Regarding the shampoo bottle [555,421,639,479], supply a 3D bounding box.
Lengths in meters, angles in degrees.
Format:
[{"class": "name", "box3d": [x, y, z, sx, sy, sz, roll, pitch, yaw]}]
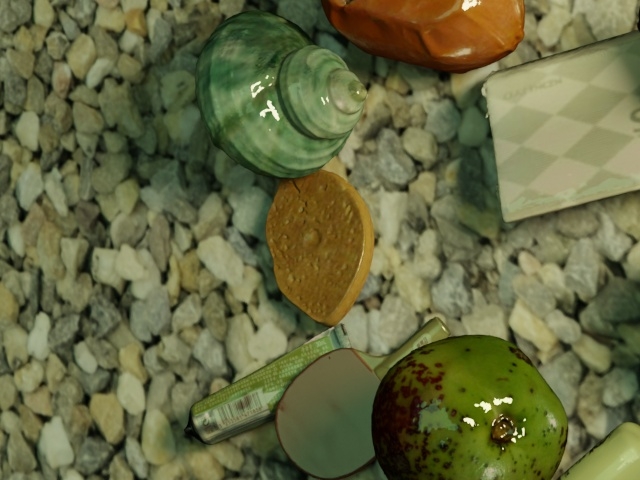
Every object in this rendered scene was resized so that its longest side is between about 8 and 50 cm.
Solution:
[{"class": "shampoo bottle", "box3d": [0.320, 0.242, 1.678, 0.162, 0.079, 0.079, -44, 59, 13]}]

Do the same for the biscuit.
[{"class": "biscuit", "box3d": [0.000, 0.000, 1.961, 0.142, 0.029, 0.220, -28, 61, 22]}]

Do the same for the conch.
[{"class": "conch", "box3d": [-0.047, -0.180, 1.957, 0.277, 0.220, 0.195, 9, 125, 49]}]

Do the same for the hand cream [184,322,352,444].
[{"class": "hand cream", "box3d": [-0.060, 0.187, 1.940, 0.235, 0.055, 0.086, -26, 68, 13]}]

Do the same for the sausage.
[{"class": "sausage", "box3d": [0.121, -0.286, 1.904, 0.268, 0.141, 0.153, 20, 88, 32]}]

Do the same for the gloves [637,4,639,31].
[{"class": "gloves", "box3d": [0.389, -0.210, 1.656, 0.094, 0.110, 0.144, -13, 62, -19]}]

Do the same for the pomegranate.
[{"class": "pomegranate", "box3d": [0.142, 0.207, 1.738, 0.248, 0.214, 0.214, -21, 62, 61]}]

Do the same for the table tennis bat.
[{"class": "table tennis bat", "box3d": [0.054, 0.179, 1.877, 0.246, 0.022, 0.138, -41, 76, 11]}]

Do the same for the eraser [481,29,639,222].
[{"class": "eraser", "box3d": [0.380, -0.154, 1.751, 0.397, 0.082, 0.213, -15, 70, 26]}]
